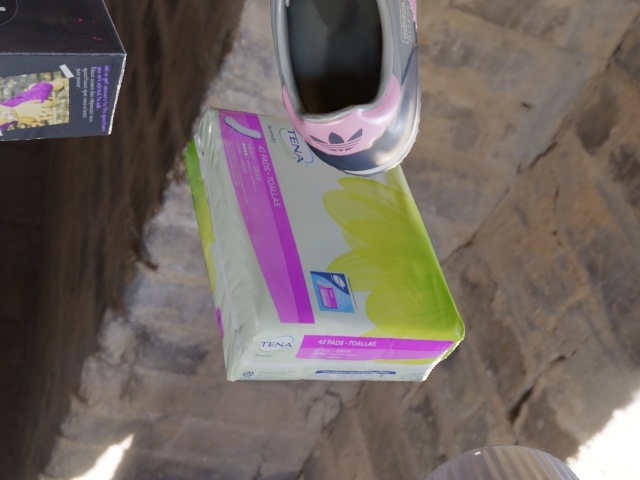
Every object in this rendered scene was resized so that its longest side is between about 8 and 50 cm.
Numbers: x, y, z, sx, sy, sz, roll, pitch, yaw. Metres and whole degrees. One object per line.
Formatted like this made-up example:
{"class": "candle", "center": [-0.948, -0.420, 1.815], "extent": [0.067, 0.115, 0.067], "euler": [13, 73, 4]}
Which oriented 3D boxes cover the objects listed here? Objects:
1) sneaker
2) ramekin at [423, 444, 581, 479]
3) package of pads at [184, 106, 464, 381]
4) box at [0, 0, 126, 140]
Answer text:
{"class": "sneaker", "center": [0.012, -0.208, 0.582], "extent": [0.131, 0.112, 0.319], "euler": [3, 77, -76]}
{"class": "ramekin", "center": [0.169, 0.285, 0.768], "extent": [0.207, 0.207, 0.109], "euler": [22, 21, -16]}
{"class": "package of pads", "center": [0.000, 0.000, 0.855], "extent": [0.229, 0.101, 0.297], "euler": [5, 48, -27]}
{"class": "box", "center": [-0.397, -0.226, 1.029], "extent": [0.270, 0.143, 0.165], "euler": [-8, 54, -31]}
